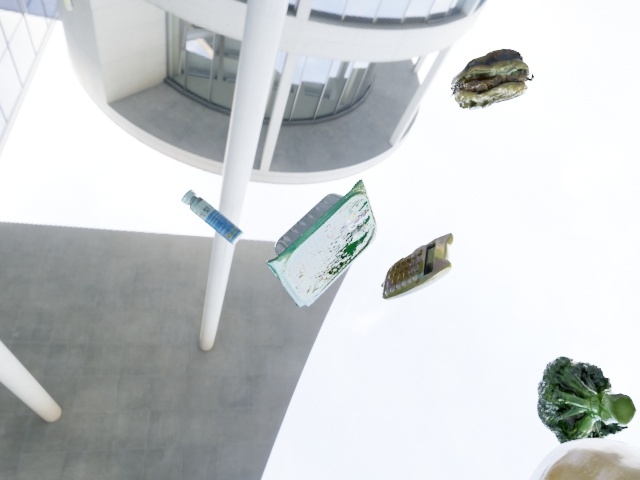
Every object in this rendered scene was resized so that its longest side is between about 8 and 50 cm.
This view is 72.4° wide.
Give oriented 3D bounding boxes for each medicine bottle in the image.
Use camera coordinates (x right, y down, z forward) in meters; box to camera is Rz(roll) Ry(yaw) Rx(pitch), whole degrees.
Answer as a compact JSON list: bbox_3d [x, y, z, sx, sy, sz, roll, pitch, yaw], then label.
[{"bbox_3d":[-0.301,-0.065,1.220,0.191,0.051,0.051,41,-126,-2],"label":"medicine bottle"}]

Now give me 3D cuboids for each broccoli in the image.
[{"bbox_3d":[0.823,0.516,1.350,0.298,0.297,0.297,1,-98,-8],"label":"broccoli"}]

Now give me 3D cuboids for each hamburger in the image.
[{"bbox_3d":[0.429,-0.411,1.107,0.183,0.129,0.206,-8,-160,9],"label":"hamburger"}]

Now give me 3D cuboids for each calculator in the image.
[{"bbox_3d":[0.245,0.075,1.120,0.033,0.237,0.157,41,-138,-19],"label":"calculator"}]

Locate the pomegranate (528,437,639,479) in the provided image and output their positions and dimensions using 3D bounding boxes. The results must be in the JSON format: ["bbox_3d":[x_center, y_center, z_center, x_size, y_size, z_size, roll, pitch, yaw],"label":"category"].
[{"bbox_3d":[0.499,0.472,0.639,0.412,0.411,0.411,9,-125,-13],"label":"pomegranate"}]

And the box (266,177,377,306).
[{"bbox_3d":[0.000,0.000,1.212,0.337,0.264,0.106,-44,-126,-15],"label":"box"}]
